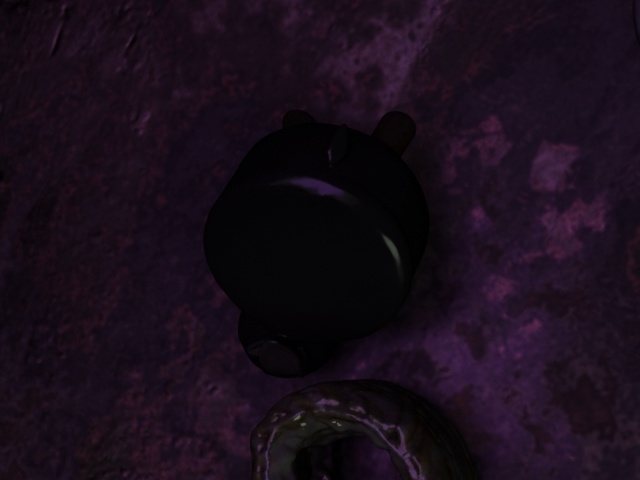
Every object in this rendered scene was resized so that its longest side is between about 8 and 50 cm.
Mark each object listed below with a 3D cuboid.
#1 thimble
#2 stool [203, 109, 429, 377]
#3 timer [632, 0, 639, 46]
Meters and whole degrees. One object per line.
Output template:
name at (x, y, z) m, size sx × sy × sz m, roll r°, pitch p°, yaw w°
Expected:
thimble at (0.043, 0.189, 1.102) m, size 0.137 × 0.143 × 0.190 m, roll -40°, pitch 75°, yaw 9°
stool at (-0.008, -0.005, 1.134) m, size 0.153 × 0.139 × 0.228 m, roll 38°, pitch 129°, yaw -9°
timer at (0.364, -0.180, 1.044) m, size 0.237 × 0.087 × 0.262 m, roll 40°, pitch 101°, yaw 2°
